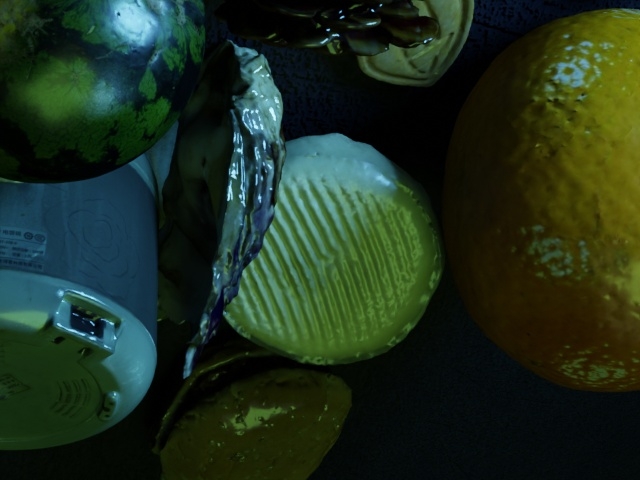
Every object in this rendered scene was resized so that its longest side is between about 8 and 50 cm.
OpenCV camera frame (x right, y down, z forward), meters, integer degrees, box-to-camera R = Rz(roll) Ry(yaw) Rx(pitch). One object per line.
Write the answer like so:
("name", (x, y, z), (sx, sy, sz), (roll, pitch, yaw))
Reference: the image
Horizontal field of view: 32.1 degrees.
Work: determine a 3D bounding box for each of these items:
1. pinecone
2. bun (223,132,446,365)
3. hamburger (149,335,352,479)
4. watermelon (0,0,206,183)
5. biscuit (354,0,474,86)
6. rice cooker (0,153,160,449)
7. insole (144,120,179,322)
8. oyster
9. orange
("pinecone", (0.010, -0.266, 0.903), (0.224, 0.224, 0.272), (-10, 137, -21))
("bun", (0.000, 0.000, 1.254), (0.287, 0.146, 0.287), (-2, 122, -4))
("hamburger", (-0.096, 0.256, 1.526), (0.260, 0.144, 0.283), (-7, 145, -28))
("watermelon", (-0.214, -0.173, 0.839), (0.269, 0.269, 0.269), (-17, 142, -13))
("biscuit", (0.089, -0.233, 1.143), (0.142, 0.029, 0.220), (-30, 143, 3))
("rice cooker", (-0.285, 0.024, 1.022), (0.288, 0.277, 0.288), (-3, 144, -2))
("insole", (-0.187, -0.012, 1.256), (0.119, 0.009, 0.348), (-7, 139, -24))
("oyster", (-0.106, -0.025, 1.104), (0.100, 0.275, 0.271), (7, 143, -39))
("orange", (0.328, -0.040, 1.205), (0.424, 0.326, 0.423), (-10, 103, -49))
